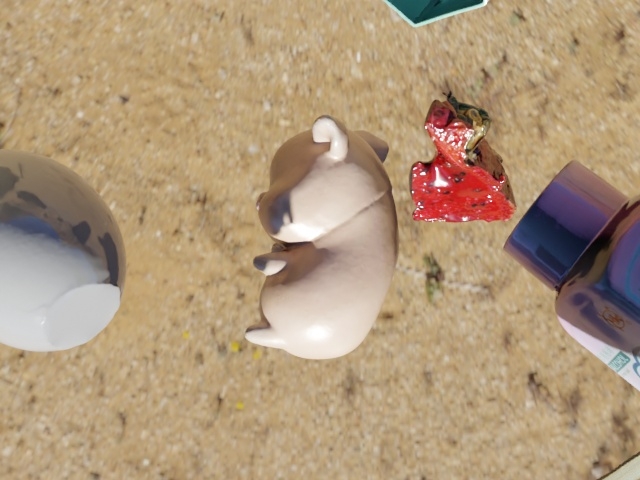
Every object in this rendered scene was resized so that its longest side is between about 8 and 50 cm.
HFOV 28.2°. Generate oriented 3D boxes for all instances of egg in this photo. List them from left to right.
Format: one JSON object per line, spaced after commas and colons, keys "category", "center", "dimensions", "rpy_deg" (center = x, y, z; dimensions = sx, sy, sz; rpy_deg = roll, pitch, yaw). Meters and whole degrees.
{"category": "egg", "center": [-0.290, 0.004, 1.253], "dimensions": [0.176, 0.232, 0.176], "rpy_deg": [-23, 137, -23]}

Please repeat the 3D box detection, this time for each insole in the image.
{"category": "insole", "center": [0.230, 0.244, 1.148], "dimensions": [0.009, 0.348, 0.119], "rpy_deg": [48, 135, 23]}

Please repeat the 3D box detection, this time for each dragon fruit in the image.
{"category": "dragon fruit", "center": [0.148, -0.102, 1.447], "dimensions": [0.122, 0.092, 0.192], "rpy_deg": [-7, 148, 17]}

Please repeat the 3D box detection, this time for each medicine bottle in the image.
{"category": "medicine bottle", "center": [0.219, 0.033, 0.846], "dimensions": [0.188, 0.119, 0.094], "rpy_deg": [39, 73, 12]}

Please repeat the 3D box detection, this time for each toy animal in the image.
{"category": "toy animal", "center": [0.006, 0.000, 1.332], "dimensions": [0.154, 0.166, 0.250], "rpy_deg": [4, 90, 1]}

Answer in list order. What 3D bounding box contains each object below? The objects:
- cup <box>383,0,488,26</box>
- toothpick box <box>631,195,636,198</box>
{"category": "cup", "center": [0.141, -0.303, 1.166], "dimensions": [0.134, 0.235, 0.148], "rpy_deg": [22, 129, 22]}
{"category": "toothpick box", "center": [0.526, 0.038, 1.725], "dimensions": [0.316, 0.229, 0.229], "rpy_deg": [-1, 114, -13]}
